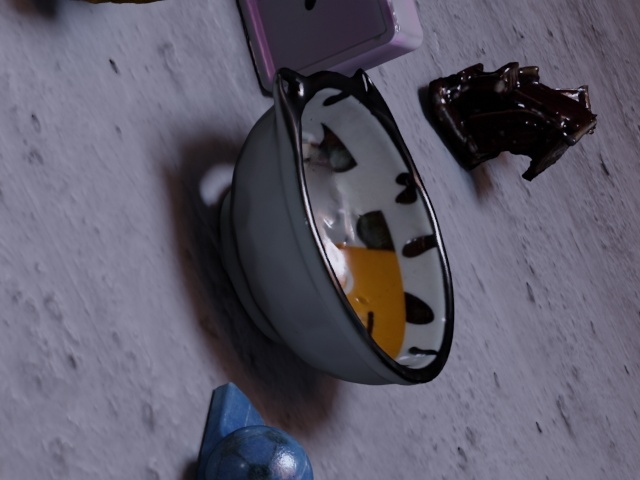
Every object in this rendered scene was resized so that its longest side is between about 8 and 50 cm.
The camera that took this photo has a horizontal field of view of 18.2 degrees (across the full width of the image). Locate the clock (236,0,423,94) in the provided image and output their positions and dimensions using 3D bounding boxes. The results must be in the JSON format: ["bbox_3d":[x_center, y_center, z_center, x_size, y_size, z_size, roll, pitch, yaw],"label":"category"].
[{"bbox_3d":[-0.004,-0.246,1.836,0.063,0.150,0.197,3,68,-61],"label":"clock"}]

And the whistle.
[{"bbox_3d":[-0.045,0.167,1.502,0.090,0.090,0.158,54,28,-31],"label":"whistle"}]

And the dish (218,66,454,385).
[{"bbox_3d":[0.000,0.000,1.683,0.303,0.120,0.303,46,33,-42],"label":"dish"}]

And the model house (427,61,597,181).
[{"bbox_3d":[0.230,-0.149,2.252,0.203,0.164,0.141,-43,116,-67],"label":"model house"}]

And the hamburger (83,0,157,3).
[{"bbox_3d":[-0.139,-0.293,1.499,0.244,0.244,0.163,60,26,-21],"label":"hamburger"}]
